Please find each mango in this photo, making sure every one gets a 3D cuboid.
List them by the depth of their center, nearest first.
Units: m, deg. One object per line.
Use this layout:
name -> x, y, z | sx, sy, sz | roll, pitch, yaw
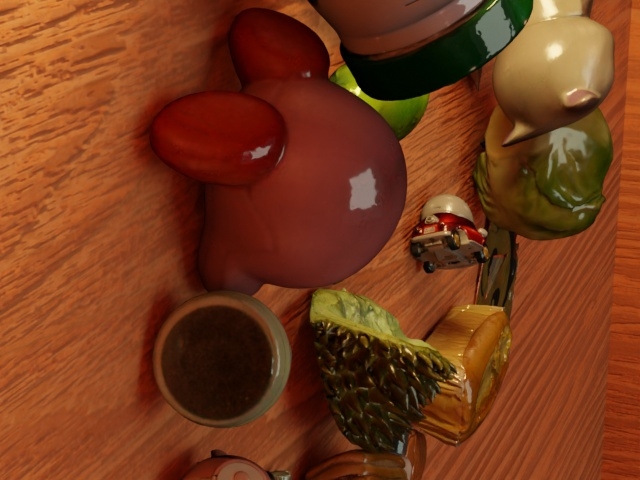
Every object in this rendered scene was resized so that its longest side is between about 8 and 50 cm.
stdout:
mango -> 0.065, -0.173, 1.703 | 0.233, 0.111, 0.125 | -40, 129, -58

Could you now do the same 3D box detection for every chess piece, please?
chess piece -> -0.080, 0.128, 1.450 | 0.272, 0.139, 0.139 | 25, 74, -78

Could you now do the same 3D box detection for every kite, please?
kite -> 0.340, 0.074, 2.593 | 0.327, 0.013, 0.377 | -57, 149, -47

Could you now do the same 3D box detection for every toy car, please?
toy car -> 0.196, -0.019, 2.104 | 0.139, 0.112, 0.112 | 34, 50, -56

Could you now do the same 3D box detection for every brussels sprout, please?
brussels sprout -> 0.390, -0.140, 2.354 | 0.294, 0.227, 0.259 | 37, 65, -48

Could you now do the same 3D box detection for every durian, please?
durian -> 0.068, 0.171, 1.802 | 0.163, 0.198, 0.394 | -54, 165, 8

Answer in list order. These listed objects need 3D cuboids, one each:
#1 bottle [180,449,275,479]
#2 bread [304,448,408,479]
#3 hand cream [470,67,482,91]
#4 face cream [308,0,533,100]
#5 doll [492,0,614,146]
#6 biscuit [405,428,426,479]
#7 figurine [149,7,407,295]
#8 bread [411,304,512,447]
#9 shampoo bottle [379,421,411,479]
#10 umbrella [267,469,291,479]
bottle -> -0.111, 0.332, 1.397 | 0.147, 0.147, 0.236 | 68, 29, -51
bread -> 0.042, 0.328, 1.818 | 0.200, 0.116, 0.077 | 25, 47, -66
hand cream -> 0.250, -0.310, 2.213 | 0.210, 0.043, 0.067 | 41, 55, -70
face cream -> 0.050, -0.341, 1.349 | 0.357, 0.219, 0.312 | 56, -3, -28
doll -> 0.362, -0.352, 2.172 | 0.226, 0.215, 0.370 | -2, 75, -45
biscuit -> 0.150, 0.361, 2.207 | 0.130, 0.019, 0.102 | 22, 76, -67
figurine -> -0.018, -0.070, 1.389 | 0.269, 0.211, 0.261 | -59, 149, -47
bread -> 0.240, 0.217, 2.256 | 0.288, 0.119, 0.152 | -42, 139, -58
shampoo bottle -> 0.102, 0.330, 2.003 | 0.074, 0.074, 0.192 | 31, 69, -67
umbrella -> -0.058, 0.380, 1.670 | 0.050, 0.046, 0.188 | 4, 88, -72
